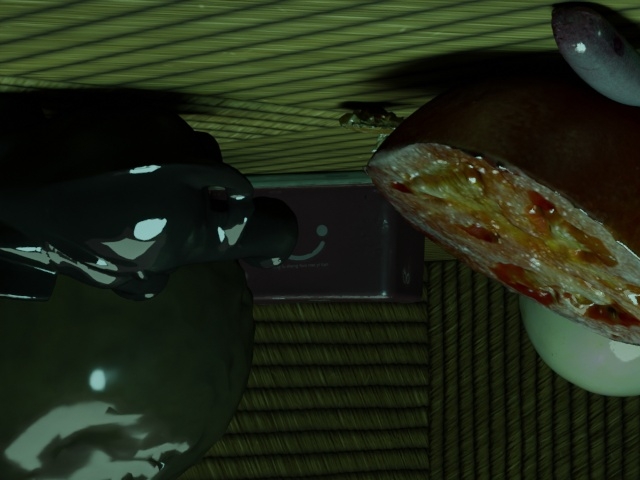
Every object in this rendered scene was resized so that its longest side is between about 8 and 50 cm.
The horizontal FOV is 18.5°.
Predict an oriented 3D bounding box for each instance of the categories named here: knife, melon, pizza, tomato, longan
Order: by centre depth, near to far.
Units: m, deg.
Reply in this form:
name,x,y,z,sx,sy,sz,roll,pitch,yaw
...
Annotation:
name,x,y,z,sx,sy,sz,roll,pitch,yaw
knife,0.232,-0.128,1.432,0.123,0.053,0.278,-8,175,24
tomato,0.209,-0.043,1.647,0.338,0.143,0.338,31,169,7
pizza,0.056,-0.113,1.839,0.078,0.025,0.083,4,179,2
melon,0.309,0.013,1.880,0.223,0.223,0.317,1,134,-21
longan,-0.281,0.123,2.327,0.404,0.435,0.404,24,-168,-5

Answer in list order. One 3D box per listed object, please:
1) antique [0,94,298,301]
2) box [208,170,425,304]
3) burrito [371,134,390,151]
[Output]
name,x,y,z,sx,sy,sz,roll,pitch,yaw
antique,-0.212,-0.037,1.802,0.322,0.185,0.255,-10,173,24
box,0.000,0.000,2.574,0.294,0.167,0.193,-1,178,20
burrito,0.110,-0.084,2.038,0.087,0.060,0.226,-6,174,11
